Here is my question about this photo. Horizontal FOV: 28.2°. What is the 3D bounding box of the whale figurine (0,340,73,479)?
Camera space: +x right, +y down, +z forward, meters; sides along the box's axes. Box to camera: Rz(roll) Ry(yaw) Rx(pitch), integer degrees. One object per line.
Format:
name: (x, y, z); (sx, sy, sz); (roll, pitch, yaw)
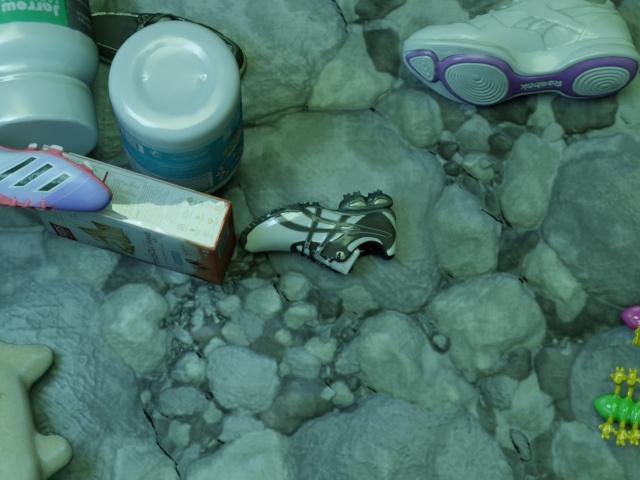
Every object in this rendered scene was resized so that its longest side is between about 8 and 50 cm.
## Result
whale figurine: (-0.387, 0.237, 1.453); (0.216, 0.141, 0.272); (8, 47, 0)

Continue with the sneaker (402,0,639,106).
sneaker: (0.253, -0.256, 1.646); (0.305, 0.114, 0.152); (0, 58, -6)

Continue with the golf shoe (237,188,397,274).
golf shoe: (0.000, 0.000, 1.555); (0.198, 0.077, 0.094); (-12, 73, -5)

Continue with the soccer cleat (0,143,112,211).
soccer cleat: (-0.350, -0.065, 1.396); (0.248, 0.083, 0.095); (19, 65, 9)

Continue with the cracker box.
cracker box: (-0.221, -0.027, 1.514); (0.232, 0.156, 0.067); (17, 73, 4)

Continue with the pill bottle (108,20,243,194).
pill bottle: (-0.163, -0.138, 1.495); (0.146, 0.264, 0.146); (1, 73, -2)

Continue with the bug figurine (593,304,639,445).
bug figurine: (0.449, 0.167, 1.520); (0.216, 0.072, 0.279); (17, 77, 10)

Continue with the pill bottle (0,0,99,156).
pill bottle: (-0.384, -0.276, 1.564); (0.204, 0.204, 0.361); (-12, 73, -6)

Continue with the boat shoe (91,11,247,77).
boat shoe: (-0.204, -0.260, 1.633); (0.223, 0.073, 0.080); (14, 72, 3)
